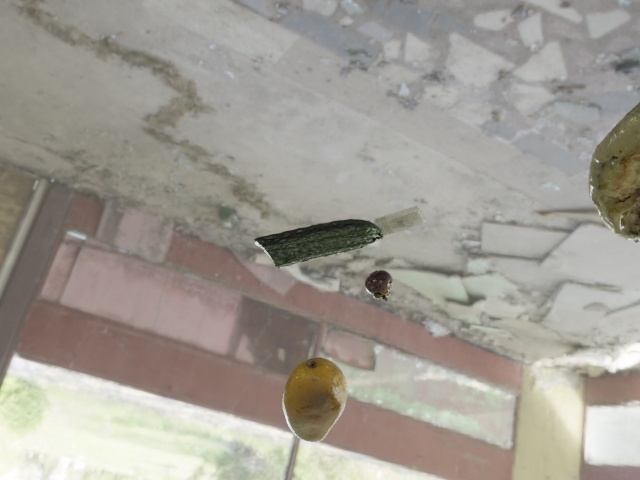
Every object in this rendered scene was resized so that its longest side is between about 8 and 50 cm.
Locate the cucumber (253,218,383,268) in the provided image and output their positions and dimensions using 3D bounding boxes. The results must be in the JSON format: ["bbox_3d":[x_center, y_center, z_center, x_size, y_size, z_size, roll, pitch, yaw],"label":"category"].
[{"bbox_3d":[0.000,-0.001,1.426,0.265,0.077,0.077,-15,159,-8],"label":"cucumber"}]

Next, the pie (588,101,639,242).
[{"bbox_3d":[0.584,-0.099,1.080,0.339,0.077,0.339,9,147,6],"label":"pie"}]

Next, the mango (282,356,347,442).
[{"bbox_3d":[-0.010,0.254,1.085,0.101,0.066,0.188,-1,126,-13],"label":"mango"}]

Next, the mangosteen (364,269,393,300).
[{"bbox_3d":[0.163,0.121,1.927,0.081,0.081,0.081,11,158,5],"label":"mangosteen"}]

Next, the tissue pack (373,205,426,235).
[{"bbox_3d":[0.180,-0.043,1.573,0.108,0.023,0.056,-19,140,23],"label":"tissue pack"}]
